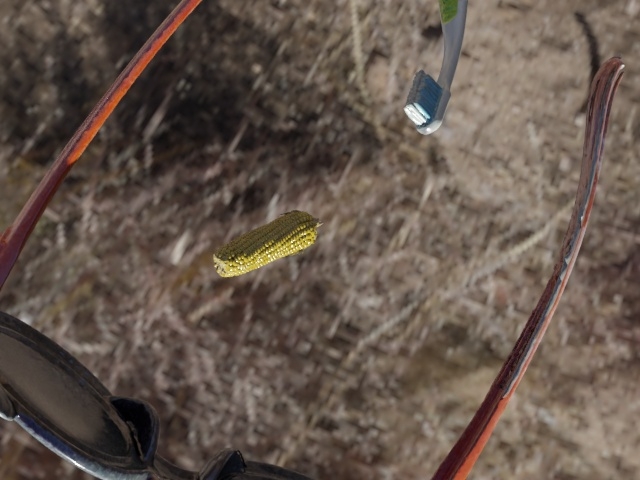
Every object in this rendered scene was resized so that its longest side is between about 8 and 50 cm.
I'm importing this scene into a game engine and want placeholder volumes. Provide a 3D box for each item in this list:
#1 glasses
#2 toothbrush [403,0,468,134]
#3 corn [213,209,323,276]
[{"bbox_3d":[0.000,0.000,0.699,0.234,0.118,0.268,29,97,-16],"label":"glasses"},{"bbox_3d":[0.085,-0.156,0.987,0.022,0.263,0.026,-24,123,38],"label":"toothbrush"},{"bbox_3d":[-0.035,0.002,1.143,0.027,0.083,0.028,47,150,35],"label":"corn"}]
